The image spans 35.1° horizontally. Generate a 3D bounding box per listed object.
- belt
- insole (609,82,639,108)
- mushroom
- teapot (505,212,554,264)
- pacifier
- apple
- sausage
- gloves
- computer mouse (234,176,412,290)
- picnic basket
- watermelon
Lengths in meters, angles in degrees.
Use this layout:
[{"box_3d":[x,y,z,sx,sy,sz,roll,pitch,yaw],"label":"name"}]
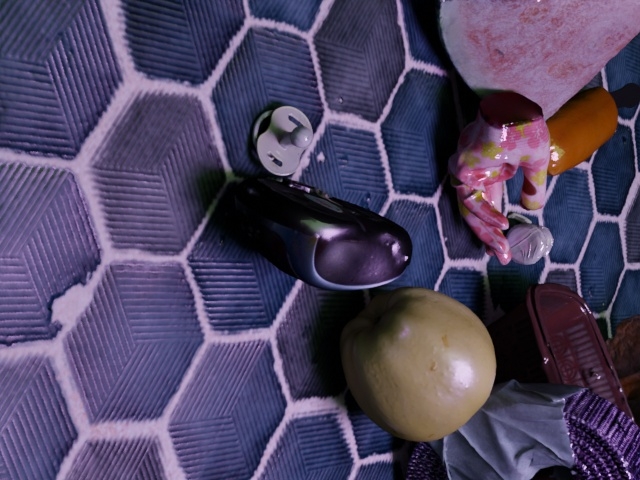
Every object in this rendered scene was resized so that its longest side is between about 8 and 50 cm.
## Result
[{"box_3d":[0.266,0.315,1.326,0.260,0.325,0.122,61,35,-2],"label":"belt"},{"box_3d":[0.539,-0.253,1.796,0.135,0.002,0.045,-22,110,-45],"label":"insole"},{"box_3d":[0.493,0.262,1.652,0.301,0.208,0.233,-28,132,-48],"label":"mushroom"},{"box_3d":[0.316,-0.005,1.543,0.064,0.064,0.083,-9,71,-55],"label":"teapot"},{"box_3d":[-0.036,-0.115,1.116,0.068,0.064,0.083,40,65,-25],"label":"pacifier"},{"box_3d":[0.122,0.151,1.247,0.200,0.200,0.200,-9,102,-48],"label":"apple"},{"box_3d":[0.391,-0.169,1.575,0.238,0.098,0.098,-33,119,-44],"label":"sausage"},{"box_3d":[0.244,-0.082,1.407,0.145,0.126,0.241,-43,154,-42],"label":"gloves"},{"box_3d":[0.000,0.000,1.121,0.233,0.137,0.096,16,106,-42],"label":"computer mouse"},{"box_3d":[0.344,0.219,1.481,0.222,0.129,0.297,9,59,-50],"label":"picnic basket"},{"box_3d":[0.316,-0.313,1.367,0.250,0.292,0.283,77,34,-66],"label":"watermelon"}]
